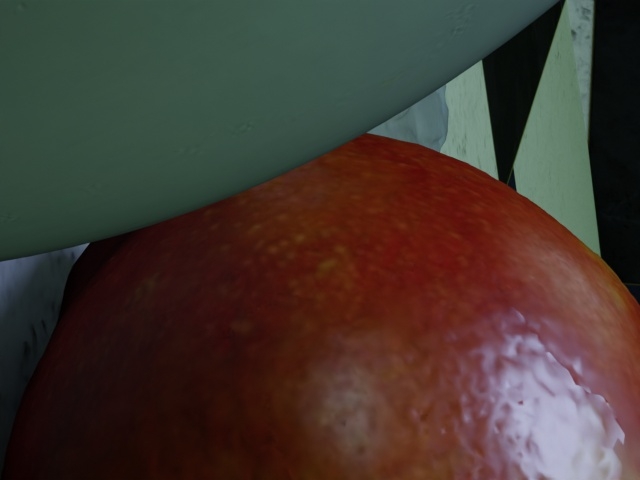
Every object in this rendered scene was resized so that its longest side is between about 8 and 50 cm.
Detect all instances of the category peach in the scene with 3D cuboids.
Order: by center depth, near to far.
[{"bbox_3d":[0.014,0.127,0.942,0.388,0.388,0.388,-3,90,-74],"label":"peach"}]

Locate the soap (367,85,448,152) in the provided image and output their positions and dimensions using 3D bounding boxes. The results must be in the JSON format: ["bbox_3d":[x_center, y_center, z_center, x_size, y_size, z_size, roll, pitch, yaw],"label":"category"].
[{"bbox_3d":[0.000,0.000,1.257,0.258,0.159,0.302,-22,110,-76],"label":"soap"}]

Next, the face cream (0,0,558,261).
[{"bbox_3d":[-0.088,-0.109,0.510,0.312,0.357,0.219,21,49,-74],"label":"face cream"}]
